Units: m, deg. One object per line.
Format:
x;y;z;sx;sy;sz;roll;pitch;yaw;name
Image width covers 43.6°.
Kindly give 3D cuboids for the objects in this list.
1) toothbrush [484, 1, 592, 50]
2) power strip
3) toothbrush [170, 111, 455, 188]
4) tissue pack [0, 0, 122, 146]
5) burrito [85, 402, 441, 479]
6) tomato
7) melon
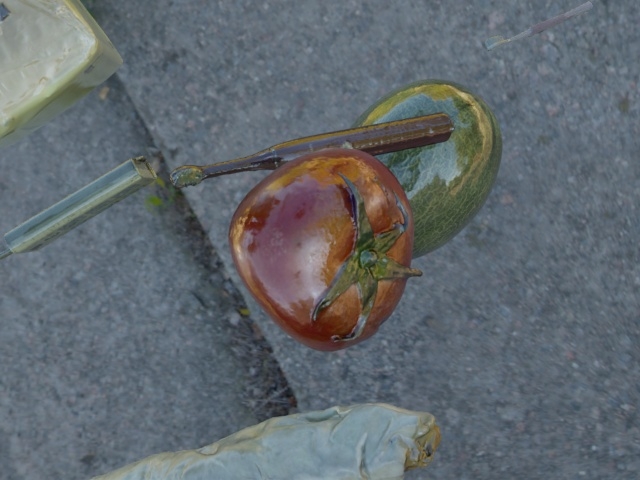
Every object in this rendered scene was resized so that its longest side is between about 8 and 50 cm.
0.309;-0.303;1.130;0.194;0.014;0.017;-23;80;-21;toothbrush
-0.359;-0.042;1.160;0.267;0.092;0.034;-30;91;4;power strip
-0.003;-0.109;0.968;0.363;0.041;0.041;-12;66;-19;toothbrush
-0.268;-0.154;0.669;0.159;0.234;0.125;-36;103;-2;tissue pack
-0.073;0.210;0.670;0.392;0.117;0.076;-21;43;25;burrito
0.000;0.000;0.666;0.167;0.167;0.167;-7;74;25;tomato
0.145;-0.107;1.230;0.302;0.237;0.238;-50;59;30;melon
